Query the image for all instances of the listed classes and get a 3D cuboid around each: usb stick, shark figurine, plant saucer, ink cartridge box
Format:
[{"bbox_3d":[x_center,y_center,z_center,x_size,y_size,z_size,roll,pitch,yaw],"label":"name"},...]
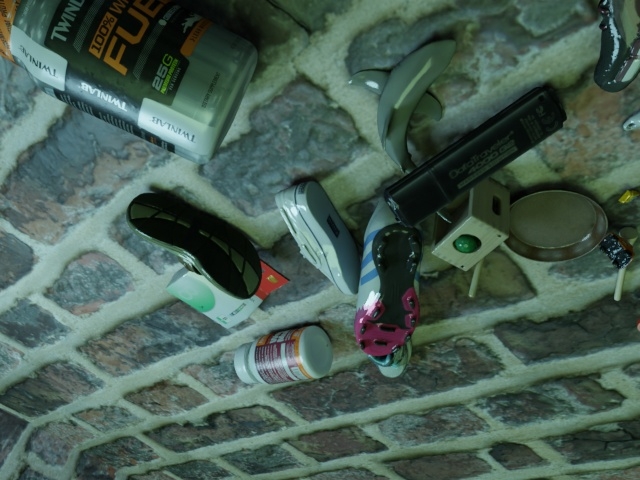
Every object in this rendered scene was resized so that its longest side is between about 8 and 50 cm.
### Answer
[{"bbox_3d":[0.218,-0.116,0.850,0.278,0.045,0.077,-34,117,8],"label":"usb stick"},{"bbox_3d":[0.122,-0.150,0.885,0.166,0.116,0.278,2,135,19],"label":"shark figurine"},{"bbox_3d":[0.386,-0.028,0.991,0.169,0.029,0.168,10,138,9],"label":"plant saucer"},{"bbox_3d":[-0.208,0.100,1.312,0.181,0.056,0.225,38,136,-22],"label":"ink cartridge box"}]

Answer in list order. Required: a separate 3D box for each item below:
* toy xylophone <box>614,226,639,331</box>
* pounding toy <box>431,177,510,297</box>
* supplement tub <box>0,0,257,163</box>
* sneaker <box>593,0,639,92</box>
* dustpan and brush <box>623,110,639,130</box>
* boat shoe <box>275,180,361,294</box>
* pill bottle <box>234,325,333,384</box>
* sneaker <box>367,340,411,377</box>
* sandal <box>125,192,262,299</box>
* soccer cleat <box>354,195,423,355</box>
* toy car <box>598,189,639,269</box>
[{"bbox_3d":[0.619,0.071,0.982,0.236,0.081,0.322,-4,134,23],"label":"toy xylophone"},{"bbox_3d":[0.251,-0.009,0.971,0.100,0.141,0.130,27,138,-11],"label":"pounding toy"},{"bbox_3d":[-0.265,-0.255,0.836,0.316,0.193,0.193,24,138,-9],"label":"supplement tub"},{"bbox_3d":[0.315,-0.314,0.663,0.163,0.106,0.281,14,128,10],"label":"sneaker"},{"bbox_3d":[0.494,-0.195,0.762,0.147,0.060,0.211,32,130,-23],"label":"dustpan and brush"},{"bbox_3d":[0.000,0.000,1.115,0.084,0.095,0.258,-8,123,31],"label":"boat shoe"},{"bbox_3d":[-0.091,0.278,1.413,0.221,0.121,0.121,-16,129,32],"label":"pill bottle"},{"bbox_3d":[0.133,0.229,1.284,0.110,0.122,0.283,3,137,16],"label":"sneaker"},{"bbox_3d":[-0.247,0.009,1.194,0.303,0.120,0.086,35,153,-8],"label":"sandal"},{"bbox_3d":[0.128,0.067,1.086,0.116,0.143,0.331,4,128,-2],"label":"soccer cleat"},{"bbox_3d":[0.487,-0.016,0.930,0.041,0.060,0.122,-8,126,-30],"label":"toy car"}]
